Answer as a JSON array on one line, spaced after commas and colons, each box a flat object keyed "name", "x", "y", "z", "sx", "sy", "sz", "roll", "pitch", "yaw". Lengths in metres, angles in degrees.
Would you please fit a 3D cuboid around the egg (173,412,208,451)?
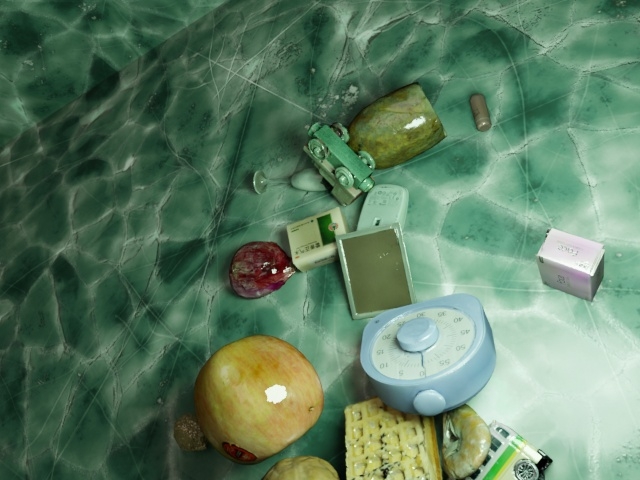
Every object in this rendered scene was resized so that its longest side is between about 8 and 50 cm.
[{"name": "egg", "x": -0.438, "y": 0.657, "z": 1.880, "sx": 0.116, "sy": 0.118, "sz": 0.140, "roll": -37, "pitch": 87, "yaw": -31}]

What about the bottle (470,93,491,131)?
[{"name": "bottle", "x": 0.566, "y": -0.451, "z": 1.946, "sx": 0.053, "sy": 0.053, "sz": 0.140, "roll": -16, "pitch": 60, "yaw": 20}]

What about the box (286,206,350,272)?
[{"name": "box", "x": 0.000, "y": 0.000, "z": 1.984, "sx": 0.212, "sy": 0.095, "sz": 0.168, "roll": -20, "pitch": 61, "yaw": 12}]

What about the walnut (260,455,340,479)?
[{"name": "walnut", "x": -0.054, "y": 0.754, "z": 1.521, "sx": 0.306, "sy": 0.306, "sz": 0.344, "roll": -58, "pitch": 12, "yaw": -8}]

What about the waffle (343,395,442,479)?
[{"name": "waffle", "x": 0.190, "y": 0.588, "z": 1.504, "sx": 0.261, "sy": 0.114, "sz": 0.376, "roll": -22, "pitch": 32, "yaw": 17}]

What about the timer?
[{"name": "timer", "x": 0.296, "y": 0.316, "z": 1.545, "sx": 0.395, "sy": 0.173, "sz": 0.395, "roll": -20, "pitch": 26, "yaw": 10}]

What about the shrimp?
[{"name": "shrimp", "x": 0.361, "y": 0.519, "z": 1.470, "sx": 0.077, "sy": 0.317, "sz": 0.168, "roll": 37, "pitch": 91, "yaw": -7}]

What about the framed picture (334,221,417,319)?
[{"name": "framed picture", "x": 0.184, "y": 0.103, "z": 1.817, "sx": 0.231, "sy": 0.018, "sz": 0.293, "roll": -12, "pitch": 90, "yaw": 22}]

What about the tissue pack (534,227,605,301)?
[{"name": "tissue pack", "x": 0.689, "y": 0.072, "z": 1.509, "sx": 0.149, "sy": 0.246, "sz": 0.092, "roll": 23, "pitch": 78, "yaw": 34}]

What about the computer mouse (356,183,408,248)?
[{"name": "computer mouse", "x": 0.215, "y": -0.060, "z": 1.910, "sx": 0.160, "sy": 0.097, "sz": 0.288, "roll": 5, "pitch": 64, "yaw": 30}]

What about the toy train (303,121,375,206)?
[{"name": "toy train", "x": 0.059, "y": -0.272, "z": 1.956, "sx": 0.150, "sy": 0.221, "sz": 0.304, "roll": -40, "pitch": 84, "yaw": -24}]

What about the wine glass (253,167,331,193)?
[{"name": "wine glass", "x": -0.120, "y": -0.315, "z": 2.137, "sx": 0.310, "sy": 0.096, "sz": 0.264, "roll": 0, "pitch": 108, "yaw": 27}]

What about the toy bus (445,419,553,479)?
[{"name": "toy bus", "x": 0.439, "y": 0.632, "z": 1.430, "sx": 0.179, "sy": 0.143, "sz": 0.305, "roll": 36, "pitch": 86, "yaw": 38}]

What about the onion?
[{"name": "onion", "x": -0.220, "y": 0.093, "z": 2.045, "sx": 0.284, "sy": 0.120, "sz": 0.227, "roll": -10, "pitch": 67, "yaw": 22}]

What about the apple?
[{"name": "apple", "x": -0.196, "y": 0.473, "z": 1.685, "sx": 0.391, "sy": 0.391, "sz": 0.346, "roll": -38, "pitch": 80, "yaw": 6}]

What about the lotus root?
[{"name": "lotus root", "x": 0.256, "y": -0.395, "z": 1.978, "sx": 0.346, "sy": 0.250, "sz": 0.250, "roll": -24, "pitch": 58, "yaw": 21}]
